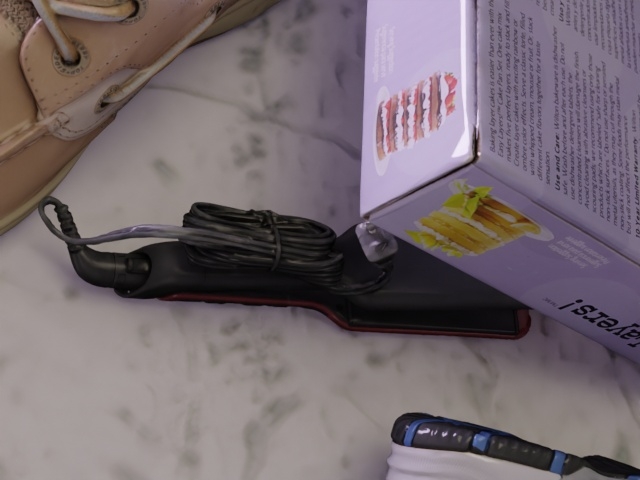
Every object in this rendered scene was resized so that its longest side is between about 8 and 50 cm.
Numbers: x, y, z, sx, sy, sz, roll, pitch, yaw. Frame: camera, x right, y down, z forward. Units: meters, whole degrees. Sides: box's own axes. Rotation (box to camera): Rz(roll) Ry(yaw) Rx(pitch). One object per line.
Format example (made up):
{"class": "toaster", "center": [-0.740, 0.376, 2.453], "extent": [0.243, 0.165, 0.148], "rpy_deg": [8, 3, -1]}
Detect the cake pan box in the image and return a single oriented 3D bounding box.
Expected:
{"class": "cake pan box", "center": [0.126, -0.087, 0.721], "extent": [0.245, 0.070, 0.267], "rpy_deg": [27, 53, -38]}

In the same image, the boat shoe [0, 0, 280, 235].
{"class": "boat shoe", "center": [-0.110, -0.107, 0.666], "extent": [0.121, 0.110, 0.341], "rpy_deg": [44, 58, 3]}

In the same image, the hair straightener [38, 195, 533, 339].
{"class": "hair straightener", "center": [0.000, 0.000, 0.671], "extent": [0.230, 0.089, 0.047], "rpy_deg": [9, 64, -18]}

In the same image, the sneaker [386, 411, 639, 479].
{"class": "sneaker", "center": [0.116, 0.132, 0.673], "extent": [0.211, 0.080, 0.081], "rpy_deg": [16, 87, -17]}
